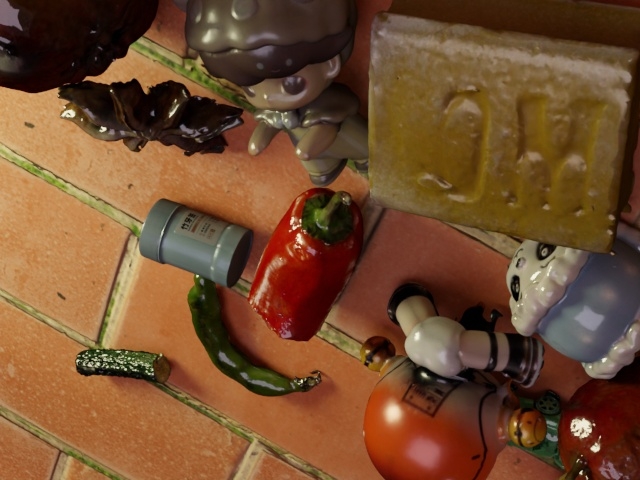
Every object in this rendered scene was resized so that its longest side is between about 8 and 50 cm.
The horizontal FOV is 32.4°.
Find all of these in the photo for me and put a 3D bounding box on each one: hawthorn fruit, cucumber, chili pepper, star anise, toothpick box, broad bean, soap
[{"bbox_3d":[0.428,0.279,1.518,0.224,0.260,0.224,10,102,51],"label":"hawthorn fruit"},{"bbox_3d":[-0.362,0.226,2.007,0.187,0.058,0.058,2,124,27],"label":"cucumber"},{"bbox_3d":[-0.001,-0.004,1.611,0.134,0.131,0.338,46,139,23],"label":"chili pepper"},{"bbox_3d":[-0.243,-0.178,1.582,0.288,0.088,0.288,8,167,2],"label":"star anise"},{"bbox_3d":[-0.195,0.004,1.731,0.153,0.101,0.101,19,130,10],"label":"toothpick box"},{"bbox_3d":[-0.138,0.171,1.865,0.292,0.049,0.144,45,124,-13],"label":"broad bean"},{"bbox_3d":[0.234,-0.156,1.375,0.335,0.156,0.294,14,133,18],"label":"soap"},{"bbox_3d":[-0.377,-0.355,1.437,0.308,0.308,0.325,-19,108,35],"label":"hawthorn fruit"}]

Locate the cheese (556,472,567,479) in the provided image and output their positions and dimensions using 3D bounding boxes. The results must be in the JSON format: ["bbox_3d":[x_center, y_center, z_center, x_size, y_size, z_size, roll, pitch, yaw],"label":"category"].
[{"bbox_3d":[0.475,0.379,1.693,0.270,0.069,0.177,-19,132,24],"label":"cheese"}]

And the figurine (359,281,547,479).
[{"bbox_3d":[0.174,0.251,1.647,0.320,0.196,0.323,23,117,31],"label":"figurine"}]

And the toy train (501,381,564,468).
[{"bbox_3d":[0.322,0.288,1.701,0.149,0.081,0.099,12,129,17],"label":"toy train"}]

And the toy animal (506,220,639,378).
[{"bbox_3d":[0.350,0.077,1.487,0.204,0.156,0.208,30,128,-2],"label":"toy animal"}]

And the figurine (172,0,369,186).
[{"bbox_3d":[-0.033,-0.231,1.433,0.248,0.203,0.381,7,141,40],"label":"figurine"}]
